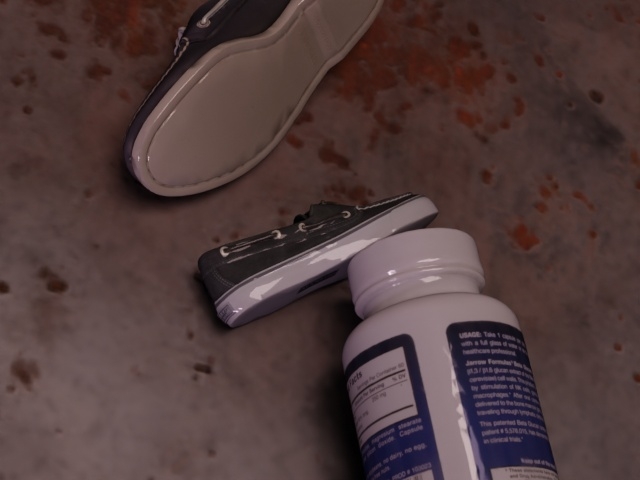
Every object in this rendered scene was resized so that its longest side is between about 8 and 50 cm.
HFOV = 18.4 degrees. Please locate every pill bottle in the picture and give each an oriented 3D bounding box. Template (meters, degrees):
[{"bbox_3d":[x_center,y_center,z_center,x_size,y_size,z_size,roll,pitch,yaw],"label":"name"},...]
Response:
[{"bbox_3d":[0.063,0.084,0.996,0.094,0.094,0.169,0,64,-24],"label":"pill bottle"}]

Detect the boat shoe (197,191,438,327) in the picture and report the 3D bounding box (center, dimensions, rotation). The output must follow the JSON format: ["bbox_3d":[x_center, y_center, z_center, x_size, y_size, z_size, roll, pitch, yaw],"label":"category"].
[{"bbox_3d":[0.000,0.000,1.042,0.142,0.049,0.040,-25,75,-30],"label":"boat shoe"}]

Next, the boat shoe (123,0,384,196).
[{"bbox_3d":[-0.045,-0.098,1.080,0.065,0.075,0.206,17,51,38],"label":"boat shoe"}]
